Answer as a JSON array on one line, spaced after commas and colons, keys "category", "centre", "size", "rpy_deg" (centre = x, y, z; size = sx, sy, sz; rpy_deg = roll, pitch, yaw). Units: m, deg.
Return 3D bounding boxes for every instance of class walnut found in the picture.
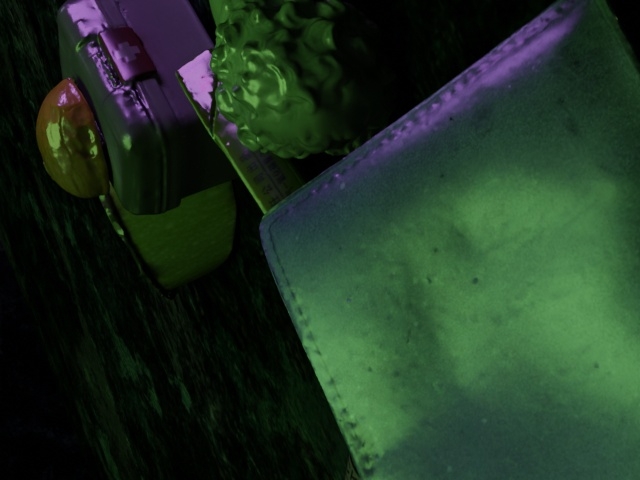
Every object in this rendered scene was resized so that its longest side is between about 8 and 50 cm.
[{"category": "walnut", "centre": [-0.242, -0.091, 1.259], "size": [0.091, 0.052, 0.121], "rpy_deg": [27, 136, 60]}]

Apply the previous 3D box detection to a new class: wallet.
[{"category": "wallet", "centre": [0.106, 0.049, 0.677], "size": [0.251, 0.054, 0.290], "rpy_deg": [-34, 69, 22]}]

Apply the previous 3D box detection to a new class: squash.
[{"category": "squash", "centre": [-0.168, -0.053, 1.441], "size": [0.220, 0.133, 0.220], "rpy_deg": [63, 174, 12]}]

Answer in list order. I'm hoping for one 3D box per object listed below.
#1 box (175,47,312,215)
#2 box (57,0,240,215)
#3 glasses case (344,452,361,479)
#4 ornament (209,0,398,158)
[{"category": "box", "centre": [0.000, 0.000, 1.010], "size": [0.311, 0.043, 0.173], "rpy_deg": [56, -177, 35]}, {"category": "box", "centre": [-0.163, -0.140, 1.275], "size": [0.210, 0.129, 0.148], "rpy_deg": [60, 158, 27]}, {"category": "glasses case", "centre": [0.088, 0.138, 0.877], "size": [0.085, 0.137, 0.354], "rpy_deg": [56, 154, 32]}, {"category": "ornament", "centre": [-0.049, -0.184, 0.953], "size": [0.285, 0.130, 0.120], "rpy_deg": [60, 137, 23]}]
